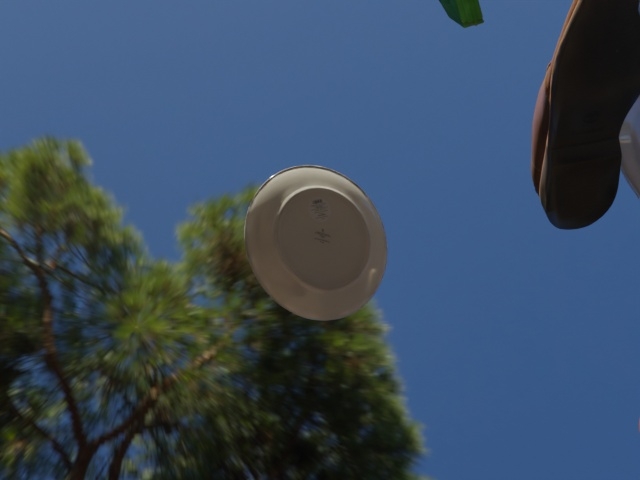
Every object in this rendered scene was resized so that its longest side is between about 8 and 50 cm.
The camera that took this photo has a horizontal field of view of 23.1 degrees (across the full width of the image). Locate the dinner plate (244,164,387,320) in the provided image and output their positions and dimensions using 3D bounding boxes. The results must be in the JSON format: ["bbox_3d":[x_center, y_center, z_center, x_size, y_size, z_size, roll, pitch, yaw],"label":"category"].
[{"bbox_3d":[0.000,0.000,1.379,0.141,0.017,0.141,8,-108,-26],"label":"dinner plate"}]

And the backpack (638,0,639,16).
[{"bbox_3d":[0.183,-0.163,0.642,0.115,0.152,0.182,-1,-67,-5],"label":"backpack"}]

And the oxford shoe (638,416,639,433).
[{"bbox_3d":[0.402,0.093,1.241,0.130,0.348,0.123,38,-137,-15],"label":"oxford shoe"}]

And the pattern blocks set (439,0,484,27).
[{"bbox_3d":[0.093,-0.278,1.002,0.026,0.325,0.285,-23,-118,-20],"label":"pattern blocks set"}]

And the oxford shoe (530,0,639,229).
[{"bbox_3d":[0.179,-0.113,1.079,0.076,0.076,0.212,-2,-51,-18],"label":"oxford shoe"}]

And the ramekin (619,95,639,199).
[{"bbox_3d":[0.371,-0.092,1.331,0.273,0.273,0.127,45,-117,-3],"label":"ramekin"}]
